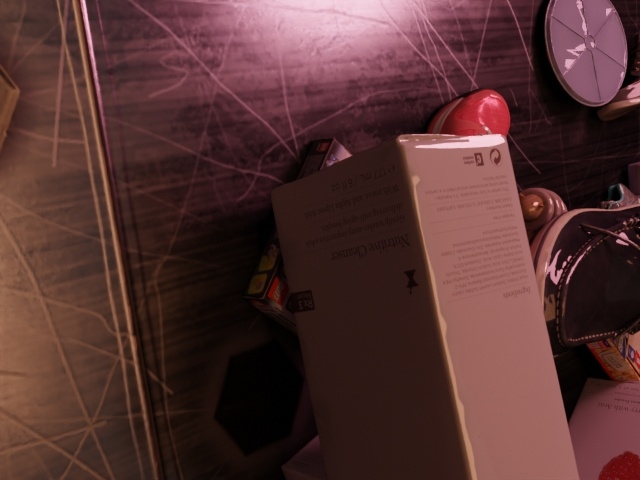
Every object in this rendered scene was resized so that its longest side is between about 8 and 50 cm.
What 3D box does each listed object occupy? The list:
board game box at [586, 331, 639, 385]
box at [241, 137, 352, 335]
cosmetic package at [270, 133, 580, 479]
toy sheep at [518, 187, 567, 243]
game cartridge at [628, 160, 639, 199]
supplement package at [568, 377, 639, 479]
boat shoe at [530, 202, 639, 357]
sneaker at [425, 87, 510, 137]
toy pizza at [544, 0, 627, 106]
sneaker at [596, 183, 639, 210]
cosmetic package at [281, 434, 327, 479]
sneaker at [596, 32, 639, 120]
[{"bbox_3d":[0.513,0.166,1.397,0.193,0.045,0.147,49,46,-27],"label":"board game box"},{"bbox_3d":[0.000,0.000,0.944,0.114,0.036,0.207,40,65,-37],"label":"box"},{"bbox_3d":[0.100,0.107,0.828,0.156,0.217,0.385,-7,83,-38],"label":"cosmetic package"},{"bbox_3d":[0.319,-0.032,1.217,0.132,0.091,0.091,21,77,-56],"label":"toy sheep"},{"bbox_3d":[0.647,0.018,1.547,0.230,0.068,0.355,-14,101,-39],"label":"game cartridge"},{"bbox_3d":[0.480,0.393,1.314,0.175,0.177,0.293,52,57,-31],"label":"supplement package"},{"bbox_3d":[0.434,0.043,1.177,0.500,0.156,0.187,-15,106,-45],"label":"boat shoe"},{"bbox_3d":[0.188,-0.074,1.052,0.314,0.136,0.116,-54,126,-28],"label":"sneaker"},{"bbox_3d":[0.418,-0.312,1.326,0.201,0.032,0.201,4,84,-35],"label":"toy pizza"},{"bbox_3d":[0.488,-0.030,1.402,0.076,0.065,0.166,46,57,-16],"label":"sneaker"},{"bbox_3d":[0.135,0.356,1.041,0.284,0.097,0.377,-33,113,-36],"label":"cosmetic package"},{"bbox_3d":[0.532,-0.287,1.429,0.222,0.083,0.118,-26,87,-30],"label":"sneaker"}]
